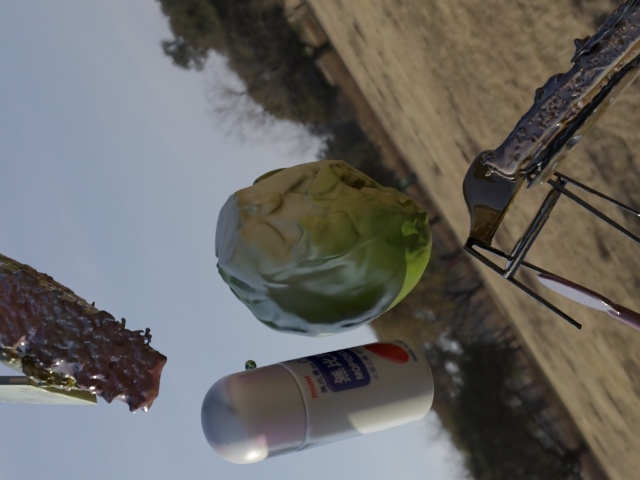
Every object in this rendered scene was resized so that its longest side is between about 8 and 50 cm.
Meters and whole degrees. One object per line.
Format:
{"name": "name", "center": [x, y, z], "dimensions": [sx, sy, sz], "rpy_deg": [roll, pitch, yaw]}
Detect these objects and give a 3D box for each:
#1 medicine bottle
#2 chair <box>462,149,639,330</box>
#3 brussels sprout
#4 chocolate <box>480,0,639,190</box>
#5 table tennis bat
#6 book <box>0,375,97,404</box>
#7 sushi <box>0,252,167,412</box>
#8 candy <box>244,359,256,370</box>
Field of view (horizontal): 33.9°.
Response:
{"name": "medicine bottle", "center": [-0.009, 0.229, 1.496], "dimensions": [0.130, 0.340, 0.130], "rpy_deg": [21, 115, 56]}
{"name": "chair", "center": [0.312, -0.023, 1.505], "dimensions": [0.246, 0.159, 0.172], "rpy_deg": [29, -155, 3]}
{"name": "brussels sprout", "center": [0.000, 0.000, 1.596], "dimensions": [0.344, 0.344, 0.268], "rpy_deg": [51, -158, -55]}
{"name": "chocolate", "center": [0.265, -0.174, 0.914], "dimensions": [0.065, 0.329, 0.102], "rpy_deg": [40, -156, 1]}
{"name": "table tennis bat", "center": [0.327, 0.074, 1.239], "dimensions": [0.154, 0.019, 0.098], "rpy_deg": [25, 175, 7]}
{"name": "book", "center": [-0.537, 0.240, 1.708], "dimensions": [0.201, 0.289, 0.026], "rpy_deg": [39, -128, -64]}
{"name": "sushi", "center": [-0.295, 0.099, 1.167], "dimensions": [0.241, 0.108, 0.161], "rpy_deg": [29, 178, -25]}
{"name": "candy", "center": [-0.124, 0.265, 1.994], "dimensions": [0.023, 0.025, 0.083], "rpy_deg": [-6, -118, -34]}
